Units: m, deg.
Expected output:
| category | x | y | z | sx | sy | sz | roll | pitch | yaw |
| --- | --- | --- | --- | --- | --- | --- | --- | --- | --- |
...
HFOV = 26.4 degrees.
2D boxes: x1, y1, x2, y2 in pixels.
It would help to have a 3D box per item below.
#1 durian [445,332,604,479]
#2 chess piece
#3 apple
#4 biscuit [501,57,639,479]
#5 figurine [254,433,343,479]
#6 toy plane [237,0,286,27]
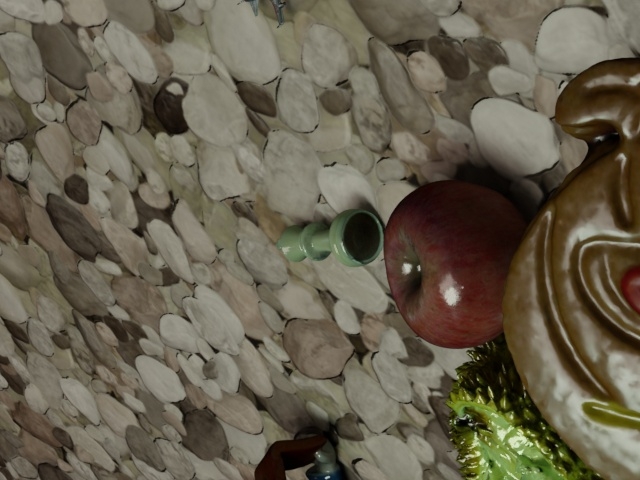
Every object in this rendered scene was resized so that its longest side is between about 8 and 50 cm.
| category | x | y | z | sx | sy | sz | roll | pitch | yaw |
| --- | --- | --- | --- | --- | --- | --- | --- | --- | --- |
| durian | 0.212 | 0.186 | 1.267 | 0.200 | 0.176 | 0.236 | 0 | 132 | 30 |
| chess piece | 0.000 | 0.000 | 1.411 | 0.149 | 0.059 | 0.059 | -4 | 121 | 55 |
| apple | 0.127 | 0.021 | 1.227 | 0.153 | 0.120 | 0.153 | 169 | 90 | -66 |
| biscuit | 0.291 | 0.016 | 0.909 | 0.350 | 0.070 | 0.394 | 45 | 121 | 8 |
| figurine | 0.015 | 0.349 | 1.668 | 0.338 | 0.204 | 0.283 | 10 | 124 | 24 |
| toy plane | -0.050 | -0.236 | 1.251 | 0.078 | 0.031 | 0.083 | 54 | 143 | -10 |
